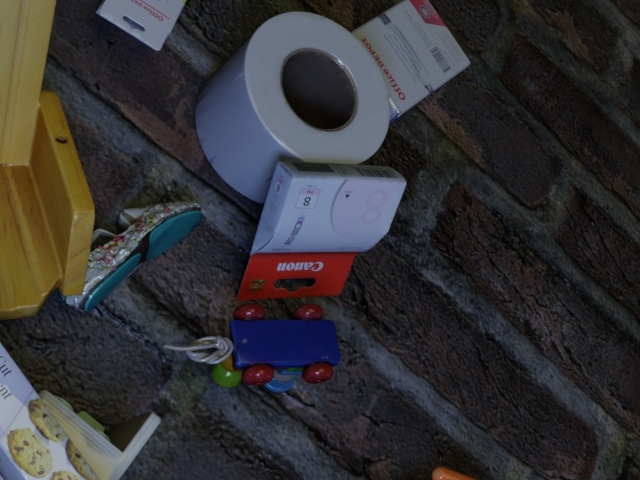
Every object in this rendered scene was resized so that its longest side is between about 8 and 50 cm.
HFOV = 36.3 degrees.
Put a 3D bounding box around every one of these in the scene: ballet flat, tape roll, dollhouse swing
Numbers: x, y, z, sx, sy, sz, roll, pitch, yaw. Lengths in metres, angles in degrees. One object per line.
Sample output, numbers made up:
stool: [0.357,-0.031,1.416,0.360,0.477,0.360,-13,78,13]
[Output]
ballet flat: [-0.259,0.001,1.301,0.077,0.091,0.241,39,50,11]
tape roll: [-0.042,-0.193,1.450,0.246,0.169,0.246,11,69,-29]
dollhouse swing: [-0.425,-0.116,1.074,0.347,0.305,0.315,-4,56,-34]

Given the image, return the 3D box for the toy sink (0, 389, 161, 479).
toy sink: [-0.318,0.261,1.113,0.131,0.153,0.234,44,57,-12]

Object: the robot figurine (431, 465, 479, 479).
robot figurine: [0.173,0.418,1.398,0.220,0.158,0.128,15,37,-27]

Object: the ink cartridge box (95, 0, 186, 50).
ink cartridge box: [-0.258,-0.358,1.437,0.104,0.062,0.181,31,59,-20]

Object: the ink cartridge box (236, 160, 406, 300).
ink cartridge box: [0.000,0.000,1.382,0.189,0.232,0.066,0,29,-33]

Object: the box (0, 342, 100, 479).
box: [-0.302,0.214,1.008,0.067,0.063,0.324,-36,94,-37]

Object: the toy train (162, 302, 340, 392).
toy train: [-0.112,0.156,1.307,0.248,0.143,0.105,2,64,-27]

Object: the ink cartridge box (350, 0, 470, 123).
ink cartridge box: [0.126,-0.301,1.645,0.218,0.092,0.158,-38,95,-38]
